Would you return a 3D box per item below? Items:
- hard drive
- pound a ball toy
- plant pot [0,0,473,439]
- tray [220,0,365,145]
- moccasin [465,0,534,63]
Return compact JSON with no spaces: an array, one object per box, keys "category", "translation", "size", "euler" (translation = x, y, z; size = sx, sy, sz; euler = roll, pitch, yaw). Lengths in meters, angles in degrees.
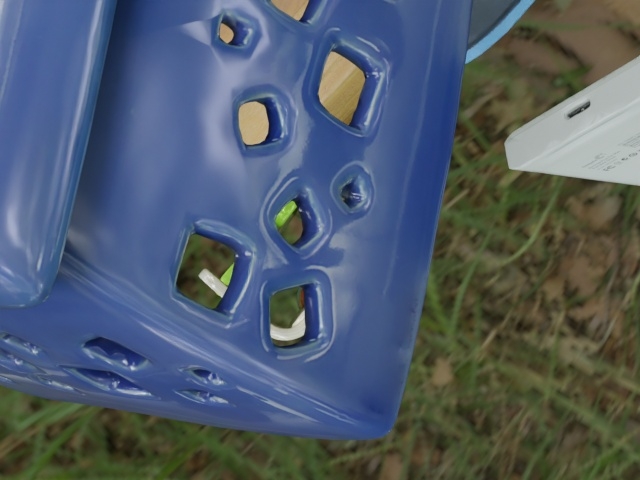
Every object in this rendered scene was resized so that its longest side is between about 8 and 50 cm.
[{"category":"hard drive","translation":[0.355,-0.102,1.719],"size":[0.203,0.307,0.040],"euler":[-31,62,49]},{"category":"pound a ball toy","translation":[0.000,0.000,1.752],"size":[0.136,0.319,0.208],"euler":[39,86,0]},{"category":"plant pot","translation":[-0.099,-0.060,0.715],"size":[0.236,0.212,0.236],"euler":[1,77,43]},{"category":"tray","translation":[-0.015,-0.207,1.486],"size":[0.411,0.076,0.203],"euler":[-44,69,45]},{"category":"moccasin","translation":[0.122,-0.275,1.132],"size":[0.117,0.138,0.342],"euler":[30,85,-29]}]
